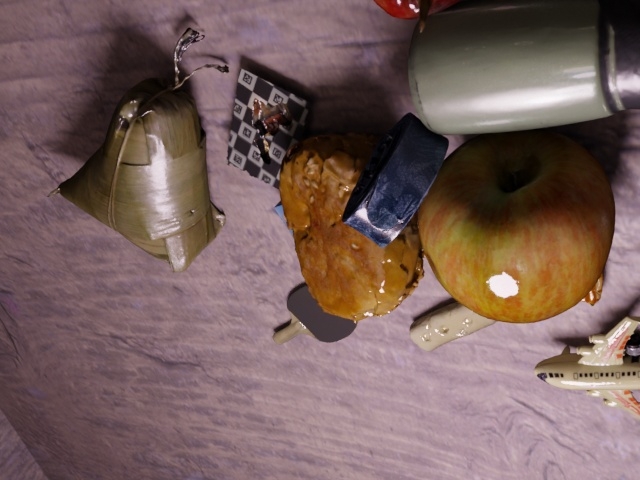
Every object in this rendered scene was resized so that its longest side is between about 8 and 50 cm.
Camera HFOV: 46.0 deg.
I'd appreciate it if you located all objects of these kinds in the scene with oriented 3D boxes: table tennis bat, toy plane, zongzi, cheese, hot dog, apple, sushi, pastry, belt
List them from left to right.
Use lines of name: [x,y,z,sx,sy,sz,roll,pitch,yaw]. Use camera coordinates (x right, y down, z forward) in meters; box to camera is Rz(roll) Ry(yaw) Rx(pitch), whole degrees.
zongzi: [-0.371,-0.191,1.388,0.419,0.181,0.446,21,132,22]
sushi: [-0.087,-0.185,1.287,0.139,0.031,0.200,29,133,14]
table tennis bat: [-0.022,0.164,1.535,0.138,0.022,0.246,47,136,-7]
pastry: [0.057,-0.030,1.214,0.255,0.162,0.310,7,117,50]
belt: [0.096,-0.082,1.011,0.082,0.190,0.141,33,151,-7]
cheese: [0.231,0.143,1.322,0.065,0.043,0.194,51,139,-3]
apple: [0.264,-0.011,1.020,0.265,0.264,0.264,19,133,22]
hot dog: [0.398,0.042,1.125,0.049,0.037,0.122,18,128,39]
toy plane: [0.457,0.201,1.169,0.244,0.092,0.228,1,126,36]

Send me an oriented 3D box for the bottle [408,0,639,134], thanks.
bottle: [0.288,-0.217,0.897,0.347,0.168,0.168,1,124,32]

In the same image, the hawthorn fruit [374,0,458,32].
hawthorn fruit: [0.114,-0.351,0.864,0.190,0.251,0.189,-6,156,-3]

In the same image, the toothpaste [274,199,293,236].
toothpaste: [0.000,0.000,1.366,0.070,0.044,0.193,-16,114,43]
